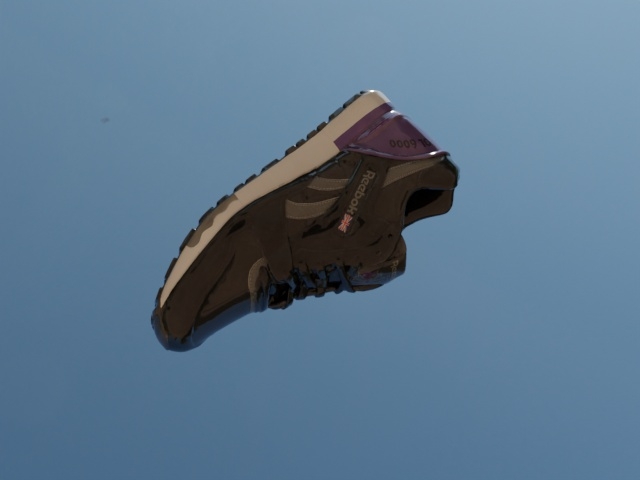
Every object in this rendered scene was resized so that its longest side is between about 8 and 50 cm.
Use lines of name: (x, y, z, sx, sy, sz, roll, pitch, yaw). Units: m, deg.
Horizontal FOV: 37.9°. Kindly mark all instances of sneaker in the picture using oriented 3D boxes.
sneaker: (0.000, 0.000, 0.726, 0.124, 0.107, 0.283, 40, -113, 16)
